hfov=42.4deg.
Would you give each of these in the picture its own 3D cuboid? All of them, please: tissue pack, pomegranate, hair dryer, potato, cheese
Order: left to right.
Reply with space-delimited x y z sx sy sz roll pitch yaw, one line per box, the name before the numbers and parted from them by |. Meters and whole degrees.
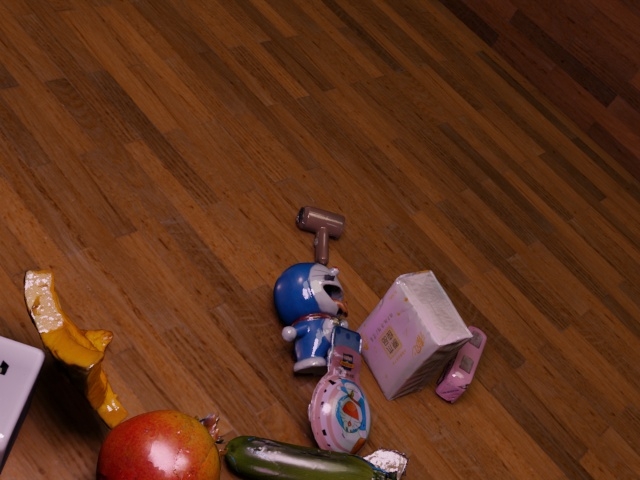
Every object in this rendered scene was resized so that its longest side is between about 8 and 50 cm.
pomegranate | -0.262 0.378 1.387 0.210 0.210 0.235 40 48 10
hair dryer | 0.000 0.000 2.037 0.117 0.064 0.181 15 49 -18
cheese | 0.045 0.318 1.679 0.189 0.074 0.285 27 61 -43
potato | 0.103 0.492 1.613 0.101 0.089 0.172 17 70 7
tissue pack | 0.195 0.209 1.819 0.124 0.225 0.185 -8 55 -38

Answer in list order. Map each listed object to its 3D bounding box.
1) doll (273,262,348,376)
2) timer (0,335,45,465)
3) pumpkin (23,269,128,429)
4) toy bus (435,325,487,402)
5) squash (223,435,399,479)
doll | -0.014 0.167 1.787 0.215 0.161 0.256 24 45 -53
timer | -0.575 0.265 1.316 0.195 0.194 0.192 21 42 -11
pumpkin | -0.408 0.201 1.430 0.095 0.290 0.258 -32 57 -11
toy bus | 0.331 0.286 1.930 0.063 0.090 0.203 33 40 2
squash | -0.018 0.426 1.543 0.332 0.087 0.087 11 43 -4
